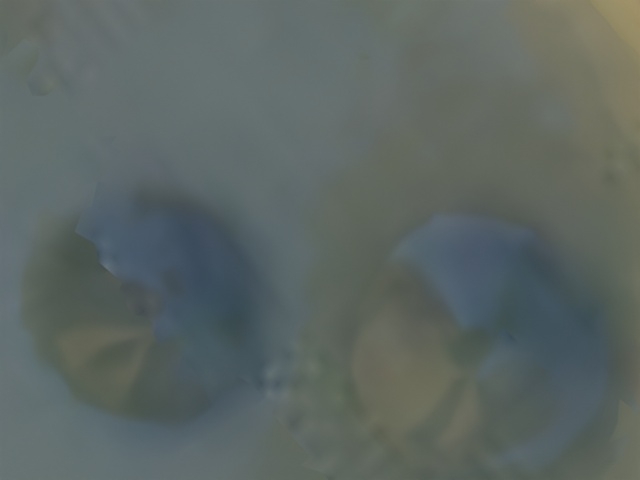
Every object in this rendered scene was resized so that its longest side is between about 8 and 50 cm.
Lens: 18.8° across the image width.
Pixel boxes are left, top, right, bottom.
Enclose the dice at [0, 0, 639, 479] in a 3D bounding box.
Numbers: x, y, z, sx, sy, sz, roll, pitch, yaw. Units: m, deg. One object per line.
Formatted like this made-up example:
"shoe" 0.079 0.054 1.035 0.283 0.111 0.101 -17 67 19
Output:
"dice" 0.000 0.000 0.579 0.268 0.262 0.265 52 -162 5
